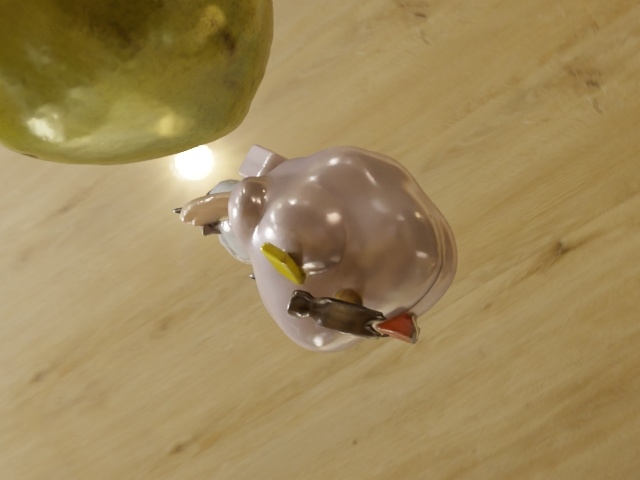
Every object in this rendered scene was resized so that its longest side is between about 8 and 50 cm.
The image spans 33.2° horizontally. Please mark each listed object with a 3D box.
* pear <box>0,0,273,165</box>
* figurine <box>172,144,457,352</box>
[{"bbox_3d":[-0.165,-0.179,0.825,0.252,0.307,0.253,-9,-104,38],"label":"pear"},{"bbox_3d":[0.000,0.000,0.601,0.137,0.229,0.112,39,-98,-28],"label":"figurine"}]
